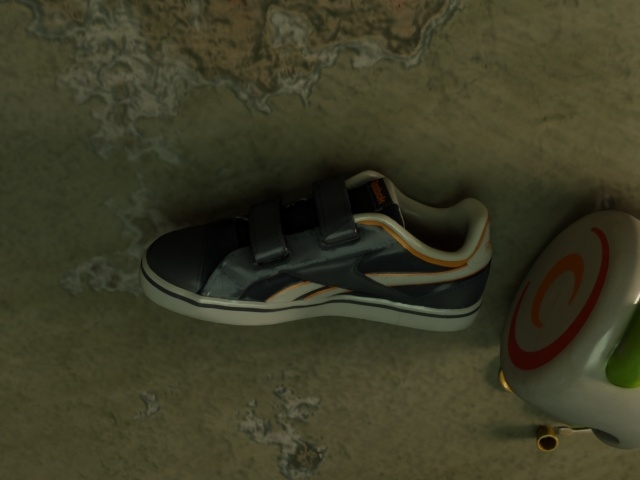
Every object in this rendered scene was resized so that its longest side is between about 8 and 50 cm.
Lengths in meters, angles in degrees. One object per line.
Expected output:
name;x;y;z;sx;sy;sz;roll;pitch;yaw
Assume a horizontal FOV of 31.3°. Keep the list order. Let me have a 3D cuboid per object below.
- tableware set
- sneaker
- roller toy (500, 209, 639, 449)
tableware set;0.236;0.149;1.164;0.104;0.024;0.154;-6;118;5
sneaker;0.000;0.000;1.035;0.321;0.126;0.127;3;123;-12
roller toy;0.271;0.082;1.034;0.146;0.209;0.191;29;136;-14
